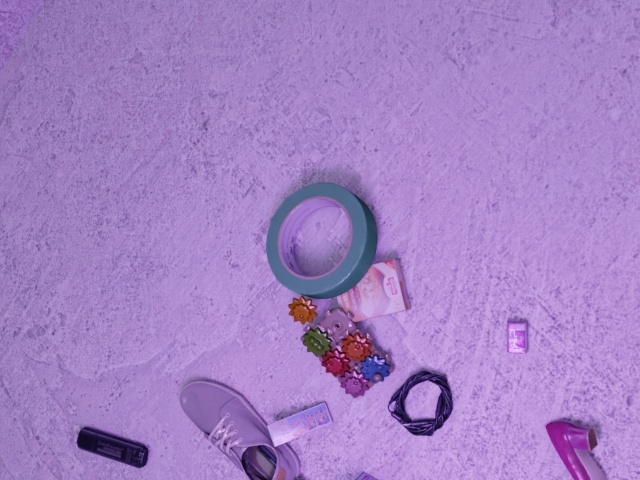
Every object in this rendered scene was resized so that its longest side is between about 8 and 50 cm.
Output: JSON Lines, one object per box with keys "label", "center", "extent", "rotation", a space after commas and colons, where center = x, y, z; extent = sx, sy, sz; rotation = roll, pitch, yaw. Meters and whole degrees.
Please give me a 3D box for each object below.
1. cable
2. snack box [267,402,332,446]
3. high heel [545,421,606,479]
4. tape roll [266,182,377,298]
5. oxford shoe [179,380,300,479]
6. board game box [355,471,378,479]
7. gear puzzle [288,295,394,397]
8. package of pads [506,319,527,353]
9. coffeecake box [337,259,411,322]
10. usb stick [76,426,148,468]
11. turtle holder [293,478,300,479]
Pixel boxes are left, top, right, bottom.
{"label": "cable", "center": [0.279, 0.439, 1.696], "extent": [0.150, 0.047, 0.184], "rotation": [45, 104, 17]}
{"label": "snack box", "center": [-0.058, 0.527, 1.805], "extent": [0.178, 0.022, 0.064], "rotation": [-20, 77, -6]}
{"label": "high heel", "center": [0.625, 0.568, 1.548], "extent": [0.117, 0.082, 0.244], "rotation": [-6, 100, 50]}
{"label": "tape roll", "center": [0.000, 0.000, 1.763], "extent": [0.321, 0.077, 0.321], "rotation": [-10, 70, 28]}
{"label": "oxford shoe", "center": [-0.257, 0.573, 1.873], "extent": [0.449, 0.130, 0.169], "rotation": [35, 103, 21]}
{"label": "board game box", "center": [0.198, 0.738, 1.619], "extent": [0.317, 0.242, 0.064], "rotation": [23, 99, 22]}
{"label": "gear puzzle", "center": [0.041, 0.282, 1.738], "extent": [0.175, 0.044, 0.339], "rotation": [-41, 93, 23]}
{"label": "package of pads", "center": [0.504, 0.247, 1.615], "extent": [0.050, 0.032, 0.083], "rotation": [-1, 88, 24]}
{"label": "coffeecake box", "center": [0.141, 0.143, 1.748], "extent": [0.186, 0.068, 0.142], "rotation": [-16, 81, 21]}
{"label": "usb stick", "center": [-0.694, 0.687, 2.094], "extent": [0.278, 0.045, 0.077], "rotation": [8, 85, 23]}
{"label": "turtle holder", "center": [-0.036, 0.845, 1.730], "extent": [0.320, 0.243, 0.227], "rotation": [19, 109, 4]}
